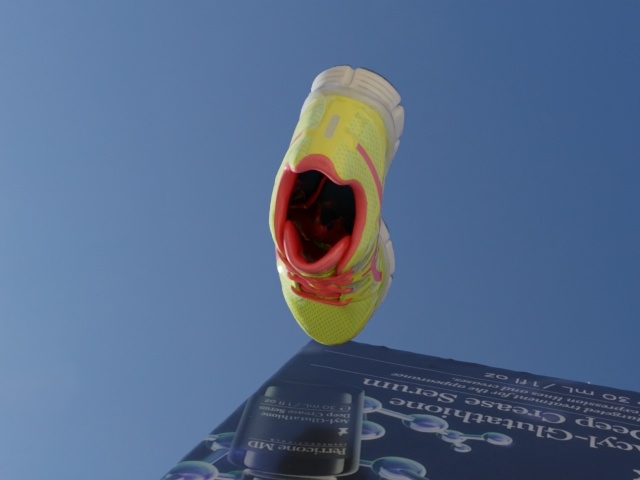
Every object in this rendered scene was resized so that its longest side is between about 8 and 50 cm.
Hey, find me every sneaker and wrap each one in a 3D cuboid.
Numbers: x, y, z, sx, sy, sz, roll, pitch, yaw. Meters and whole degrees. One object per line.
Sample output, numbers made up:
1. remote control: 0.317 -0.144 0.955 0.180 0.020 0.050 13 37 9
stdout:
1. sneaker: 0.000 0.000 0.583 0.081 0.209 0.094 12 -137 13

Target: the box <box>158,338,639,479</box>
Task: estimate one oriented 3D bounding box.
1. box: 0.065 0.231 0.584 0.293 0.395 0.212 8 -77 16
